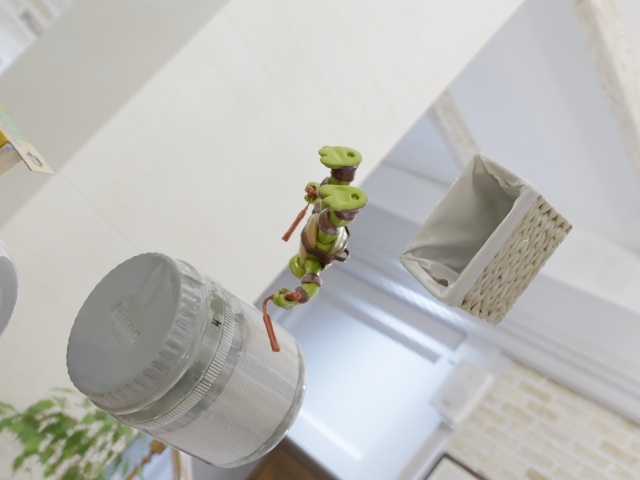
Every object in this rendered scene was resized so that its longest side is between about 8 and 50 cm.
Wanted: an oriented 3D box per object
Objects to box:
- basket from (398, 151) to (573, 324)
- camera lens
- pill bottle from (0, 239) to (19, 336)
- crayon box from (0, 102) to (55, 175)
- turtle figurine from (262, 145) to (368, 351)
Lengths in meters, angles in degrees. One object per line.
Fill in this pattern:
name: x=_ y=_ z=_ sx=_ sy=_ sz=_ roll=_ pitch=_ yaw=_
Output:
basket: x=0.195 y=0.002 z=1.006 sx=0.103 sy=0.167 sz=0.113 roll=30 pitch=10 yaw=-35
camera lens: x=-0.168 y=0.165 z=1.142 sx=0.219 sy=0.219 sz=0.274 roll=27 pitch=-10 yaw=47
pill bottle: x=-0.513 y=0.022 z=0.962 sx=0.323 sy=0.181 sz=0.181 roll=22 pitch=-20 yaw=23
crayon box: x=-0.559 y=-0.213 z=1.327 sx=0.323 sy=0.083 sz=0.203 roll=54 pitch=-5 yaw=-6
turtle figurine: x=0.000 y=0.000 z=1.099 sx=0.087 sy=0.269 sz=0.217 roll=19 pitch=-42 yaw=-5
